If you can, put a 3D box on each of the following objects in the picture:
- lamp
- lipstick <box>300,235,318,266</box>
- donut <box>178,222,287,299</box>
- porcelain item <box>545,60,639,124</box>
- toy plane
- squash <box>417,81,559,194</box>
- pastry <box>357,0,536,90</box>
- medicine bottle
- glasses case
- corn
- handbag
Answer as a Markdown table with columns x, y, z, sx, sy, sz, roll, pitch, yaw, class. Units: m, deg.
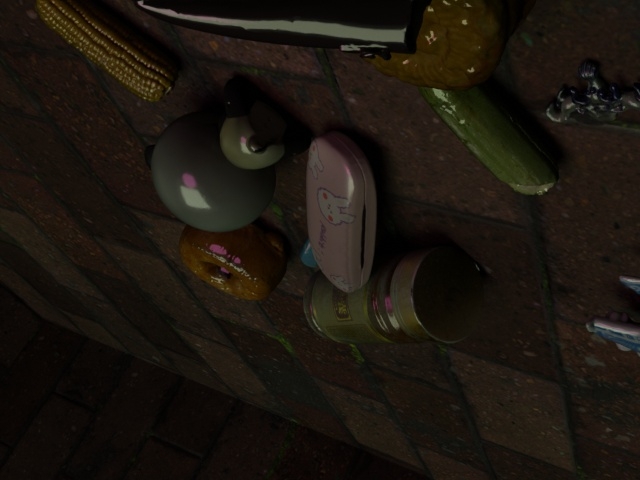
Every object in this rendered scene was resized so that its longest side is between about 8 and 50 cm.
| x | y | z | sx | sy | sz | roll | pitch | yaw | class |
| --- | --- | --- | --- | --- | --- | --- | --- | --- | --- |
| -0.144 | -0.119 | 1.298 | 0.197 | 0.198 | 0.244 | 38 | 133 | -18 | lamp |
| 0.000 | 0.000 | 1.511 | 0.048 | 0.048 | 0.158 | 29 | 156 | 1 | lipstick |
| -0.170 | 0.024 | 1.676 | 0.226 | 0.114 | 0.227 | 24 | 157 | 11 | donut |
| 0.289 | -0.157 | 0.900 | 0.136 | 0.021 | 0.075 | 3 | 141 | 45 | porcelain item |
| 0.481 | 0.124 | 1.124 | 0.266 | 0.123 | 0.267 | 24 | 159 | 10 | toy plane |
| 0.195 | -0.130 | 1.000 | 0.239 | 0.069 | 0.069 | 41 | 154 | -23 | squash |
| 0.083 | -0.247 | 0.814 | 0.235 | 0.132 | 0.240 | 19 | 154 | 20 | pastry |
| 0.111 | 0.098 | 1.452 | 0.151 | 0.151 | 0.322 | 40 | 155 | -23 | medicine bottle |
| 0.031 | -0.037 | 1.299 | 0.113 | 0.075 | 0.297 | 45 | 154 | 33 | glasses case |
| -0.312 | -0.287 | 1.253 | 0.231 | 0.080 | 0.080 | 34 | 156 | -12 | corn |
| -0.015 | -0.298 | 0.677 | 0.256 | 0.286 | 0.113 | 14 | -169 | 17 | handbag |
